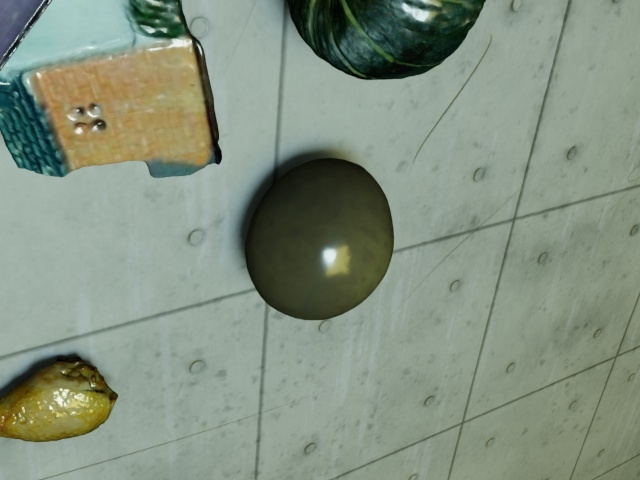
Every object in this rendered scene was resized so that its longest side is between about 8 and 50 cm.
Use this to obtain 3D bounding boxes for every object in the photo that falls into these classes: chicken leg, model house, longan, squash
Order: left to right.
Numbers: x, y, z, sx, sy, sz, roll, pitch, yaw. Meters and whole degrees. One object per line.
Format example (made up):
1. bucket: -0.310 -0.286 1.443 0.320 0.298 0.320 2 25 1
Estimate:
1. chicken leg: -0.376 0.214 0.927 0.251 0.087 0.107 -12 114 -23
2. model house: -0.252 -0.182 0.708 0.291 0.184 0.253 -15 134 -12
3. longan: 0.000 0.000 0.985 0.196 0.196 0.220 27 98 -44
4. squash: 0.070 -0.294 0.792 0.165 0.252 0.252 -4 121 -40

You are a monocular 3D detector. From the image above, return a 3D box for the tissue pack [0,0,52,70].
1. tissue pack: -0.337 -0.202 0.555 0.344 0.242 0.125 -52 168 5
